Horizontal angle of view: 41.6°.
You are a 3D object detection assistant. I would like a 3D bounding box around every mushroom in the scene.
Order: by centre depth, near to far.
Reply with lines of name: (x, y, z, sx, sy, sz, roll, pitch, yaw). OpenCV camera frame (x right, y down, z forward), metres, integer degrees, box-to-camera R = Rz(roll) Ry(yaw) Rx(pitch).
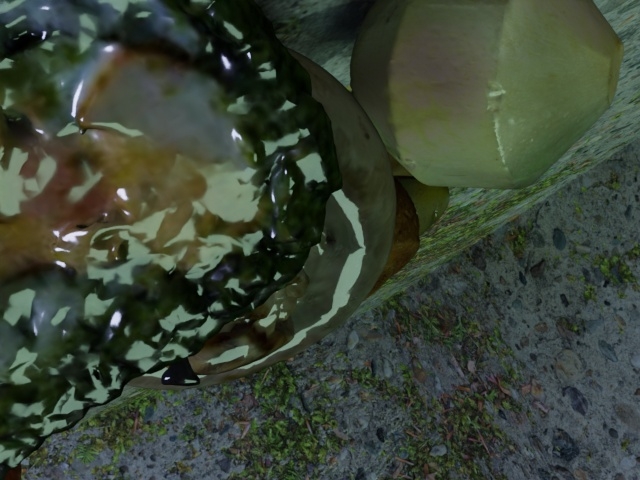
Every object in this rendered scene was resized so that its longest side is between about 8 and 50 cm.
mushroom: (-0.099, 0.006, 0.733, 0.362, 0.294, 0.362, -13, 134, -13)

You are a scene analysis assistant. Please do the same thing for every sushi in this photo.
sushi: (-0.186, -0.047, 0.461, 0.352, 0.178, 0.294, -31, 124, 0)

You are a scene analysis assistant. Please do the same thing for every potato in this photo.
potato: (0.140, -0.077, 1.437, 0.157, 0.157, 0.194, -36, 178, 40)

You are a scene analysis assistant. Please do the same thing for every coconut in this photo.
coconut: (0.169, -0.172, 0.837, 0.259, 0.259, 0.259, -25, 168, -5)

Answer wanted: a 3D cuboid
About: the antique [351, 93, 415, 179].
antique: (0.118, -0.145, 1.182, 0.093, 0.087, 0.310, -33, 166, 27)

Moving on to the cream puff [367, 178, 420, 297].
cream puff: (0.000, 0.000, 1.261, 0.303, 0.212, 0.303, -30, 160, -12)

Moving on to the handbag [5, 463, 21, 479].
handbag: (-0.457, 0.202, 0.811, 0.304, 0.410, 0.116, -24, 125, -19)
